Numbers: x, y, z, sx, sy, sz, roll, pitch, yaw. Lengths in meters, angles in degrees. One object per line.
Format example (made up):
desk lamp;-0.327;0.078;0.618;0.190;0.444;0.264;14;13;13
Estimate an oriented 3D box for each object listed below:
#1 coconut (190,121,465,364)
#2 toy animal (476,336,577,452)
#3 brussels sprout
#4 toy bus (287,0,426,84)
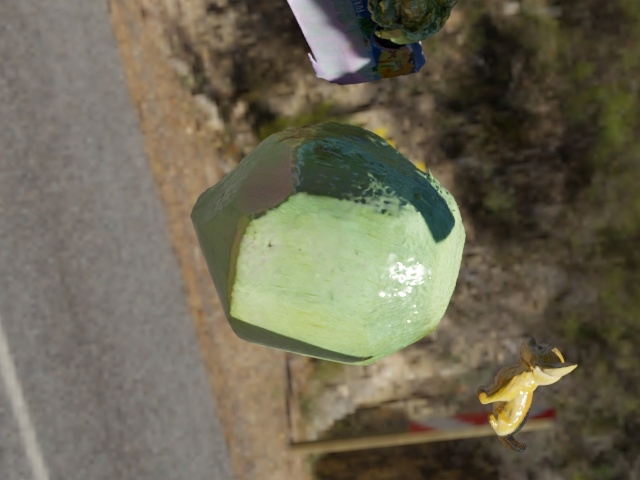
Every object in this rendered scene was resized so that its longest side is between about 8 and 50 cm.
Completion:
coconut;0.000;0.000;1.714;0.328;0.328;0.281;-70;171;-73
toy animal;0.170;0.121;1.172;0.081;0.083;0.060;64;8;6
brussels sprout;0.084;-0.221;1.386;0.058;0.085;0.085;90;-6;-78
toy bus;0.023;-0.273;1.470;0.317;0.137;0.113;57;19;-63
